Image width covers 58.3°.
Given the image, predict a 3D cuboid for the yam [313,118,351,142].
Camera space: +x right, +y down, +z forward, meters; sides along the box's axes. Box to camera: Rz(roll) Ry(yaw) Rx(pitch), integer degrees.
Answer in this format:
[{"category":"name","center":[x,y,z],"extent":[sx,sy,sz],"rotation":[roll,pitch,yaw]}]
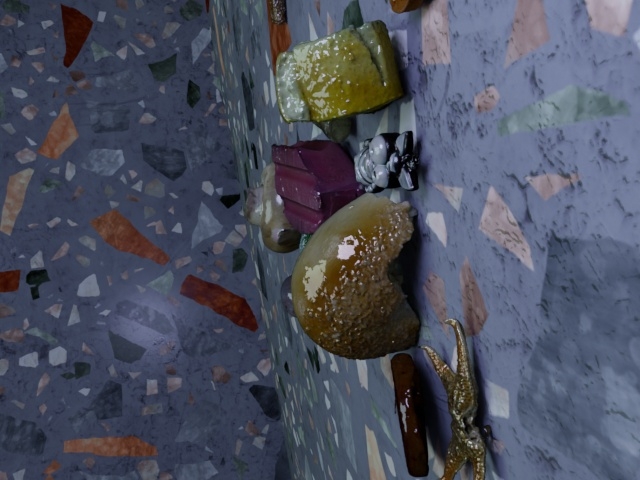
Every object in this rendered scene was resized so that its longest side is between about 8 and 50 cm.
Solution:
[{"category":"yam","center":[0.003,-0.261,1.183],"extent":[0.274,0.061,0.061],"rotation":[-122,27,-62]}]

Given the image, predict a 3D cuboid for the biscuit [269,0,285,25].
[{"category":"biscuit","center":[-0.113,-0.650,1.447],"extent":[0.064,0.034,0.199],"rotation":[-123,28,-61]}]

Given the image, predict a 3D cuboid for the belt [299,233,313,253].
[{"category":"belt","center":[0.000,0.000,1.350],"extent":[0.121,0.079,0.152],"rotation":[-101,21,-54]}]

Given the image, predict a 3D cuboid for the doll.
[{"category":"doll","center":[0.096,-0.119,0.889],"extent":[0.219,0.067,0.091],"rotation":[-169,74,-74]}]

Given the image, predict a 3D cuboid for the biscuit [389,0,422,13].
[{"category":"biscuit","center":[0.122,-0.395,0.655],"extent":[0.280,0.043,0.183],"rotation":[104,150,-47]}]

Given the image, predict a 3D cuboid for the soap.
[{"category":"soap","center":[-0.007,-0.109,1.166],"extent":[0.289,0.112,0.182],"rotation":[-151,49,-66]}]

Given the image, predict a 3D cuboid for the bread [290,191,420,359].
[{"category":"bread","center":[0.052,0.082,0.928],"extent":[0.171,0.191,0.314],"rotation":[-123,27,-46]}]

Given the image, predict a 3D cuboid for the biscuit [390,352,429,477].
[{"category":"biscuit","center":[0.144,0.274,0.913],"extent":[0.192,0.049,0.192],"rotation":[-11,-90,-87]}]

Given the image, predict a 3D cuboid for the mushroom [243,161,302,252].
[{"category":"mushroom","center":[-0.101,-0.086,1.467],"extent":[0.255,0.184,0.255],"rotation":[-169,90,-83]}]

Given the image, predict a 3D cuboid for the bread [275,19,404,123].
[{"category":"bread","center":[0.019,-0.245,0.878],"extent":[0.257,0.185,0.124],"rotation":[-131,30,-79]}]

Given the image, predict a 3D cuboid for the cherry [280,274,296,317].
[{"category":"cherry","center":[-0.039,0.182,1.580],"extent":[0.148,0.115,0.188],"rotation":[-3,108,43]}]

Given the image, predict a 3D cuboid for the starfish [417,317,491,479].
[{"category":"starfish","center":[0.188,0.230,0.795],"extent":[0.138,0.050,0.248],"rotation":[153,114,-76]}]
